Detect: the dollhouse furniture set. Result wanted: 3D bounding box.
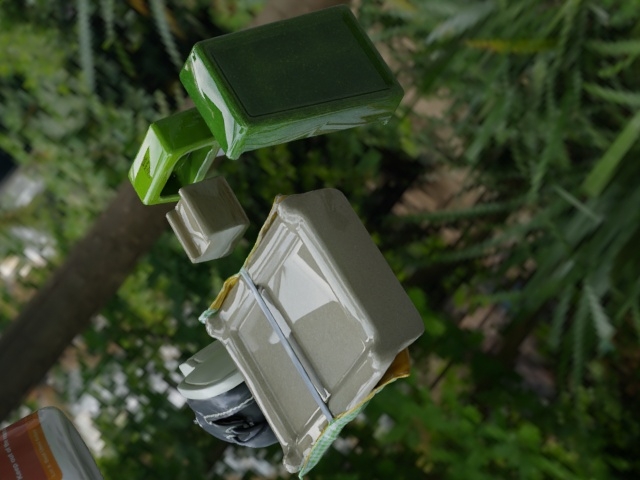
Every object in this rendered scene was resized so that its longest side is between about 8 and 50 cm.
[{"bbox_3d":[0.000,0.000,1.177,0.301,0.151,0.197,59,143,20],"label":"dollhouse furniture set"}]

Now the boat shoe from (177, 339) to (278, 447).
[{"bbox_3d":[-0.075,0.157,1.534,0.113,0.127,0.340,57,167,-3],"label":"boat shoe"}]

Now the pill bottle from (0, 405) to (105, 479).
[{"bbox_3d":[-0.277,0.231,1.178,0.121,0.216,0.121,61,175,10],"label":"pill bottle"}]
